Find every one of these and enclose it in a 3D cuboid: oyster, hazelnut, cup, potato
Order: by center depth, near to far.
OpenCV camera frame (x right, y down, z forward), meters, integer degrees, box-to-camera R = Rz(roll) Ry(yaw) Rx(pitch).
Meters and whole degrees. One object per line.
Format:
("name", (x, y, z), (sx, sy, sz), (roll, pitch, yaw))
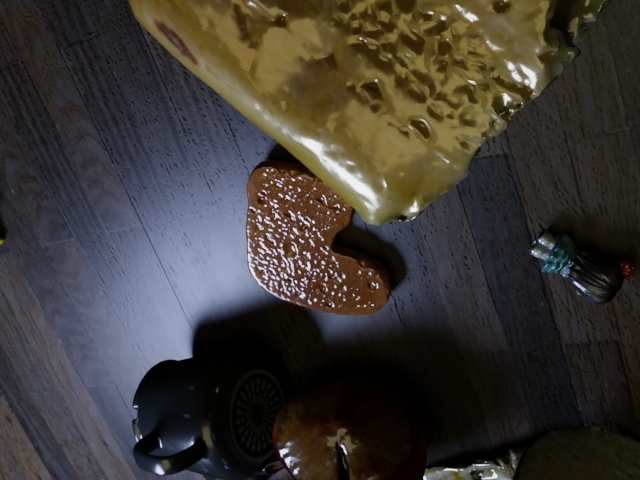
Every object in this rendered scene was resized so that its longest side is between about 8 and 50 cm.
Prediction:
("potato", (0.317, 0.339, 0.971), (0.299, 0.239, 0.116), (18, 150, -20))
("hazelnut", (0.038, 0.259, 1.087), (0.204, 0.178, 0.178), (6, 121, 19))
("cup", (-0.164, 0.240, 1.122), (0.177, 0.223, 0.169), (-2, 105, 34))
("oyster", (0.188, 0.354, 1.129), (0.294, 0.094, 0.166), (-10, 94, 38))

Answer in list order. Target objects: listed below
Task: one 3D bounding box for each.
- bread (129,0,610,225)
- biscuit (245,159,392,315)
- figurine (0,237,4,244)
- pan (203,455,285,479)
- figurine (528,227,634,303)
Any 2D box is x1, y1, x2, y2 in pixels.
("bread", (0.042, -0.262, 0.725), (0.394, 0.250, 0.361), (40, 124, 2))
("biscuit", (0.000, 0.000, 1.019), (0.186, 0.036, 0.192), (11, 122, 14))
("figurine", (-0.552, -0.031, 1.209), (0.178, 0.109, 0.129), (6, 143, 24))
("pan", (-0.095, 0.340, 1.259), (0.212, 0.040, 0.114), (-12, 119, 29))
("figurine", (0.280, 0.024, 0.911), (0.106, 0.047, 0.060), (33, 90, 11))
